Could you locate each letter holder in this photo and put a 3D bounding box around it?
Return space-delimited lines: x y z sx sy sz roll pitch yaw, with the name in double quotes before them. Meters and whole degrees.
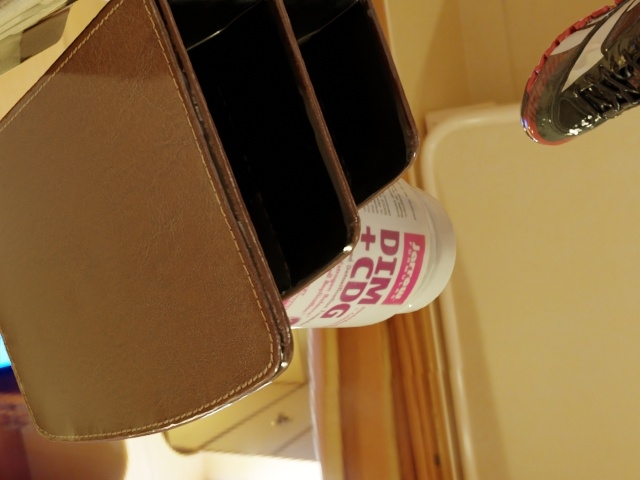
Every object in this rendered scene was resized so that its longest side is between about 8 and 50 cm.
"letter holder" -0.086 -0.002 0.550 0.152 0.214 0.302 -15 174 -42

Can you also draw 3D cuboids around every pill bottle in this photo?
"pill bottle" 0.000 0.000 0.795 0.160 0.160 0.283 -3 175 36

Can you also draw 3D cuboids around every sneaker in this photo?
"sneaker" 0.295 -0.172 0.821 0.276 0.097 0.135 -42 -158 37

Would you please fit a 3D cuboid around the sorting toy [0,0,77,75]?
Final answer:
"sorting toy" -0.095 -0.165 0.459 0.229 0.041 0.307 -26 -161 25
